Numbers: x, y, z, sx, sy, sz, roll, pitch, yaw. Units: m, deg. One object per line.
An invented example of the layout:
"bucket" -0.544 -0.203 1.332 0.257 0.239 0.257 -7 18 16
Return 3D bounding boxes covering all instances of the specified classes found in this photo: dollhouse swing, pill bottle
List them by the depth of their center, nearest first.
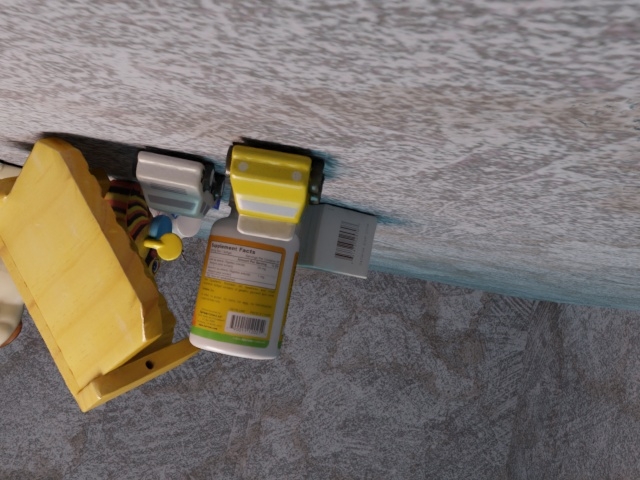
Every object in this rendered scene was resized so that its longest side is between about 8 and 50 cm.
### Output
"pill bottle" -0.106 0.043 1.012 0.136 0.246 0.136 11 176 1
"dollhouse swing" -0.293 0.023 1.021 0.305 0.347 0.315 -34 172 31
"pill bottle" -0.339 -0.046 1.499 0.160 0.087 0.087 6 174 41

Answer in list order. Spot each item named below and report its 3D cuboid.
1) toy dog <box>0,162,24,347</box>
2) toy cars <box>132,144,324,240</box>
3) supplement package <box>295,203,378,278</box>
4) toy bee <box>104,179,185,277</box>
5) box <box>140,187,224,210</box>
"toy dog" -0.713 0.042 1.403 0.395 0.408 0.284 7 175 33
"toy cars" -0.122 -0.053 0.828 0.176 0.087 0.393 14 175 -40
"supplement package" 0.000 0.000 1.145 0.105 0.105 0.179 12 176 -28
"toy bee" -0.351 0.021 1.344 0.195 0.162 0.298 -4 149 31
"box" -0.245 -0.079 1.226 0.136 0.028 0.081 11 176 19
